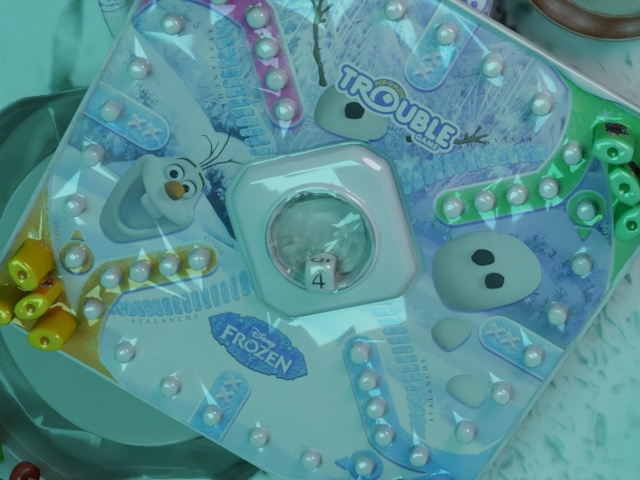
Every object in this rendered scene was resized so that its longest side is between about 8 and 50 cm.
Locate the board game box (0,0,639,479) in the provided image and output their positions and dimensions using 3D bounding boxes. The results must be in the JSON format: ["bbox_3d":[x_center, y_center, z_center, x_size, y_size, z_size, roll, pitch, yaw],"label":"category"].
[{"bbox_3d":[0.000,0.000,1.334,0.390,0.050,0.390,30,115,-3],"label":"board game box"}]

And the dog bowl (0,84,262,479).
[{"bbox_3d":[-0.136,0.034,1.505,0.349,0.102,0.348,5,104,21],"label":"dog bowl"}]

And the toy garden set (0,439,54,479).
[{"bbox_3d":[-0.272,0.250,1.569,0.204,0.049,0.244,21,133,27],"label":"toy garden set"}]

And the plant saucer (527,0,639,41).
[{"bbox_3d":[0.211,-0.226,1.345,0.168,0.029,0.168,5,104,22],"label":"plant saucer"}]

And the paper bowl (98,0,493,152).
[{"bbox_3d":[-0.012,-0.217,1.352,0.284,0.148,0.284,3,114,8],"label":"paper bowl"}]
